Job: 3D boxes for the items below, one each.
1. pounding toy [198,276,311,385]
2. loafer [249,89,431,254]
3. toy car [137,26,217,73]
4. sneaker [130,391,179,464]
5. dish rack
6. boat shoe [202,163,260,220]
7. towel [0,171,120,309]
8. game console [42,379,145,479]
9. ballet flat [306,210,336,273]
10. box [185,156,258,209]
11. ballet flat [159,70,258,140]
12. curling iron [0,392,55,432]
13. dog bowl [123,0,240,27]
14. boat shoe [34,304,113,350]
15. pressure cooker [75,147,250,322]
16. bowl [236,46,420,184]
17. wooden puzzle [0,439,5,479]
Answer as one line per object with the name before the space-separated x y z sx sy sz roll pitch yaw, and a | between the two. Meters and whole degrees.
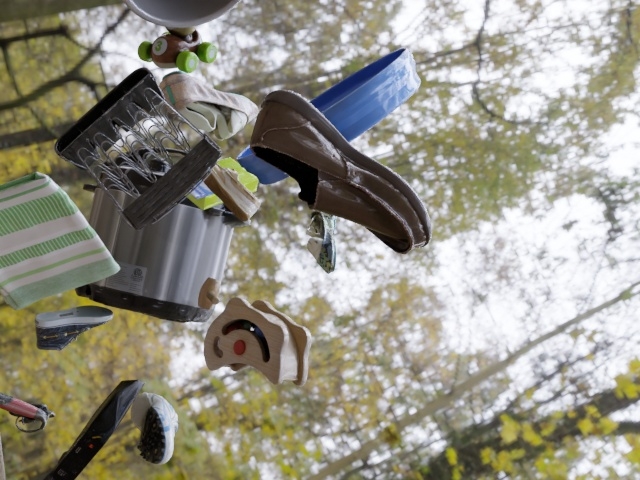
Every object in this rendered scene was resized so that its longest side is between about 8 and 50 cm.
pounding toy | -0.158 0.187 1.687 0.270 0.155 0.154 29 -78 40
loafer | 0.023 -0.087 1.514 0.366 0.130 0.134 39 -23 -8
toy car | -0.350 -0.520 2.190 0.155 0.149 0.188 20 -52 28
sneaker | -0.292 0.343 1.667 0.085 0.086 0.237 -67 -159 4
dish rack | -0.290 -0.145 1.470 0.271 0.208 0.074 43 -5 41
boat shoe | -0.191 -0.118 1.870 0.170 0.059 0.063 50 -26 -8
towel | -0.579 0.007 1.810 0.324 0.248 0.038 69 2 -50
game console | -0.450 0.401 1.620 0.044 0.213 0.361 39 -71 -6
ballet flat | 0.000 0.000 1.922 0.188 0.070 0.070 -89 -174 -53
box | -0.240 -0.127 2.033 0.109 0.178 0.042 38 -49 31
ballet flat | -0.246 -0.287 2.067 0.108 0.316 0.106 -28 -113 29
curling iron | -0.515 0.217 1.300 0.068 0.274 0.035 -44 -150 43
dog bowl | -0.283 -0.591 1.877 0.348 0.349 0.102 111 -37 -46
boat shoe | -0.585 0.208 2.157 0.065 0.183 0.083 40 -52 52
pressure cooker | -0.399 -0.024 2.295 0.376 0.370 0.420 8 -95 58
bowl | 0.020 -0.234 1.754 0.077 0.391 0.391 57 -30 -11
wooden puzzle | -0.705 0.285 1.491 0.080 0.348 0.322 -95 -171 -59
